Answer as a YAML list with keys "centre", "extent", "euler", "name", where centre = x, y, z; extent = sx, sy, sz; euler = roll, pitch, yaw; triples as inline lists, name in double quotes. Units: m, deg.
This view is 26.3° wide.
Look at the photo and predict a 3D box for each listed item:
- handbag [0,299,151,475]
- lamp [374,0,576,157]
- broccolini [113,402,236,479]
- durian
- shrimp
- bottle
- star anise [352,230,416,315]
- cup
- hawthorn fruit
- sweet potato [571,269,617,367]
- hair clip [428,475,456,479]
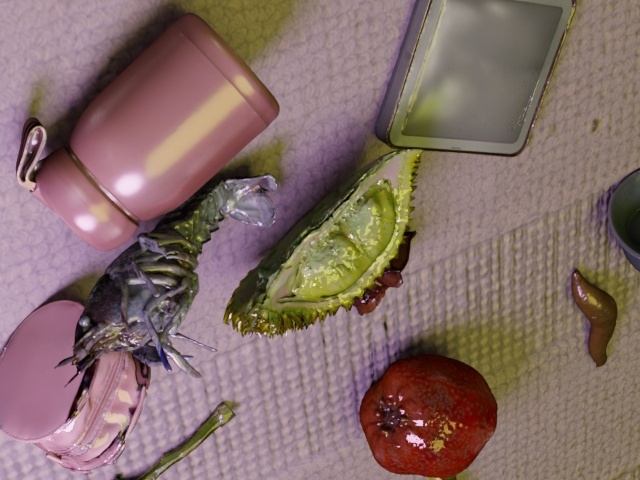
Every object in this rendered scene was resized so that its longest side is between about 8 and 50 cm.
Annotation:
- centre: [-0.328, 0.193, 1.804]
  extent: [0.116, 0.179, 0.205]
  euler: [37, 68, -52]
  name: "handbag"
- centre: [0.225, -0.250, 1.963]
  extent: [0.269, 0.047, 0.266]
  euler: [1, 119, -34]
  name: "lamp"
- centre: [-0.240, 0.330, 2.059]
  extent: [0.254, 0.071, 0.057]
  euler: [-43, 92, -11]
  name: "broccolini"
- centre: [0.000, 0.000, 1.883]
  extent: [0.352, 0.158, 0.169]
  euler: [-45, 150, -9]
  name: "durian"
- centre: [-0.188, 0.048, 1.743]
  extent: [0.410, 0.166, 0.221]
  euler: [-65, 164, -45]
  name: "shrimp"
- centre: [-0.219, -0.134, 1.674]
  extent: [0.297, 0.173, 0.206]
  euler: [-43, 116, 1]
  name: "bottle"
- centre: [0.052, 0.039, 2.044]
  extent: [0.158, 0.144, 0.140]
  euler: [-58, 177, 20]
  name: "star anise"
- centre: [0.578, -0.006, 2.286]
  extent: [0.199, 0.199, 0.150]
  euler: [-32, 149, -12]
  name: "cup"
- centre: [0.190, 0.283, 2.198]
  extent: [0.253, 0.205, 0.205]
  euler: [10, 113, -45]
  name: "hawthorn fruit"
- centre: [0.489, 0.140, 2.389]
  extent: [0.069, 0.059, 0.249]
  euler: [-20, 135, 4]
  name: "sweet potato"
- centre: [0.225, 0.426, 2.403]
  extent: [0.033, 0.060, 0.188]
  euler: [-31, 138, 11]
  name: "hair clip"
